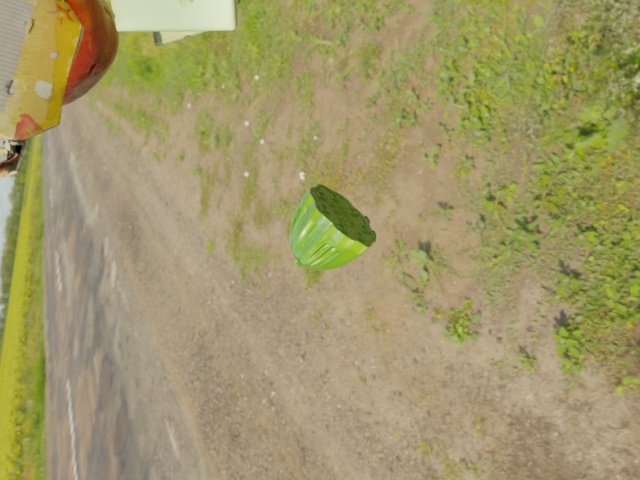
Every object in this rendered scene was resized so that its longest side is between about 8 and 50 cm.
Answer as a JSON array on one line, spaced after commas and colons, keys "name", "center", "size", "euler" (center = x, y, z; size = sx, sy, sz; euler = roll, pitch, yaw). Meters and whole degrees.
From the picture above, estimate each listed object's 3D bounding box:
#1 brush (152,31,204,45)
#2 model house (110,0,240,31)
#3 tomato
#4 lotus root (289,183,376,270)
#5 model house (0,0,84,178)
[{"name": "brush", "center": [-0.144, -0.224, 0.600], "size": [0.084, 0.013, 0.016], "euler": [-5, 97, 28]}, {"name": "model house", "center": [-0.119, -0.254, 0.464], "size": [0.149, 0.100, 0.127], "euler": [-94, 5, -51]}, {"name": "tomato", "center": [-0.377, -0.269, 0.800], "size": [0.139, 0.200, 0.233], "euler": [56, -178, -2]}, {"name": "lotus root", "center": [0.000, 0.000, 1.193], "size": [0.186, 0.186, 0.186], "euler": [-24, 62, 58]}, {"name": "model house", "center": [-0.335, -0.163, 0.510], "size": [0.136, 0.207, 0.219], "euler": [-40, 46, 54]}]
